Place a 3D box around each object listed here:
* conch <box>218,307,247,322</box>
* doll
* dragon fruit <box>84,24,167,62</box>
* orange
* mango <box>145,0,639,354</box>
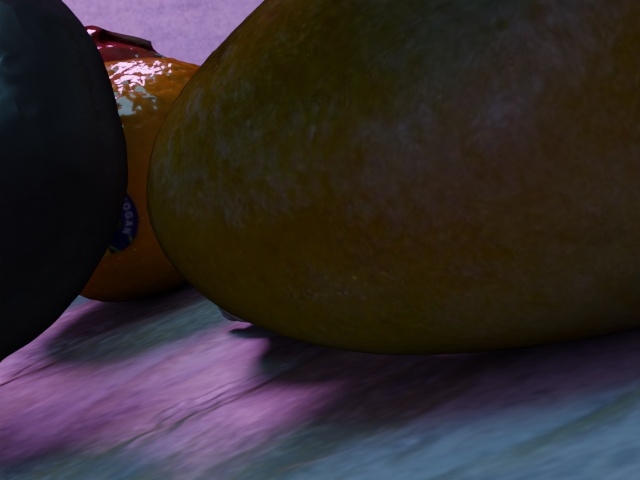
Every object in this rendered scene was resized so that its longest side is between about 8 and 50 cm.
[{"bbox_3d":[0.000,-0.007,0.867,0.135,0.102,0.153,-6,4,-23],"label":"conch"},{"bbox_3d":[-0.286,-0.032,0.912,0.252,0.382,0.378,21,24,-25],"label":"doll"},{"bbox_3d":[-0.169,-0.072,1.297,0.274,0.193,0.192,-21,-16,-23],"label":"dragon fruit"},{"bbox_3d":[-0.125,-0.040,1.087,0.178,0.155,0.177,-20,17,7],"label":"orange"},{"bbox_3d":[0.092,-0.064,0.693,0.384,0.221,0.199,-15,-33,21],"label":"mango"}]
